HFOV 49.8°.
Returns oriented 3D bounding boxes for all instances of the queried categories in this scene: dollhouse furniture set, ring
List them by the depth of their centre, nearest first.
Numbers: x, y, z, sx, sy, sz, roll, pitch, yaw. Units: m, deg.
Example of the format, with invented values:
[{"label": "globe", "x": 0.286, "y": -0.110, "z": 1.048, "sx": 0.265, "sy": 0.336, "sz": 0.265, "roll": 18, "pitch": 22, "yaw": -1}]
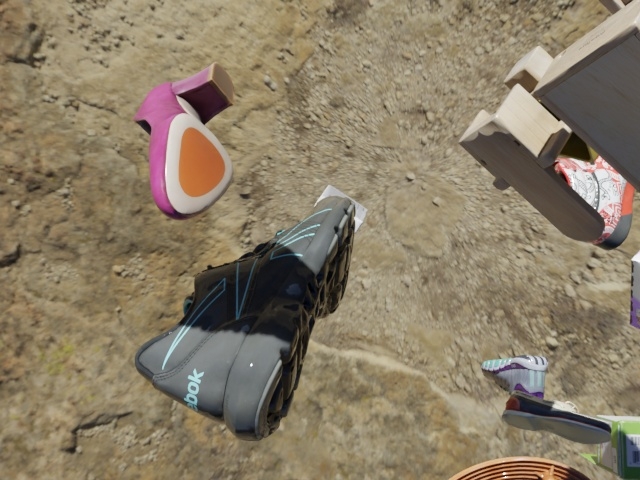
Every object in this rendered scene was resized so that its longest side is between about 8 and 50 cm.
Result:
[{"label": "dollhouse furniture set", "x": 0.333, "y": -0.193, "z": 0.581, "sx": 0.174, "sy": 0.303, "sz": 0.355, "roll": 41, "pitch": 64, "yaw": -8}, {"label": "ring", "x": 0.337, "y": 0.513, "z": 1.195, "sx": 0.336, "sy": 0.032, "sz": 0.336, "roll": 0, "pitch": 115, "yaw": 0}]

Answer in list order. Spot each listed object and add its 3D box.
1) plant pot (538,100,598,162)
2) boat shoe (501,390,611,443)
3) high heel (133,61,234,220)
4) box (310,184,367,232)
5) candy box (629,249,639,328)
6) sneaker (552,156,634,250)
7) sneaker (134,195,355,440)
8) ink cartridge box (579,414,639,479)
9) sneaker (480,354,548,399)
[{"label": "plant pot", "x": 0.294, "y": -0.152, "z": 0.785, "sx": 0.083, "sy": 0.081, "sz": 0.081, "roll": -44, "pitch": 126, "yaw": -13}, {"label": "boat shoe", "x": 0.294, "y": 0.217, "z": 0.857, "sx": 0.137, "sy": 0.043, "sz": 0.049, "roll": 1, "pitch": 134, "yaw": 42}, {"label": "high heel", "x": -0.224, "y": -0.122, "z": 1.000, "sx": 0.181, "sy": 0.377, "sz": 0.127, "roll": -26, "pitch": 119, "yaw": 19}, {"label": "box", "x": 0.000, "y": 0.000, "z": 1.475, "sx": 0.103, "sy": 0.114, "sz": 0.203, "roll": 33, "pitch": 109, "yaw": -1}, {"label": "candy box", "x": 0.718, "y": 0.115, "z": 1.386, "sx": 0.070, "sy": 0.165, "sz": 0.196, "roll": -40, "pitch": 133, "yaw": -25}, {"label": "sneaker", "x": 0.456, "y": -0.126, "z": 1.171, "sx": 0.145, "sy": 0.090, "sz": 0.270, "roll": 24, "pitch": 63, "yaw": -14}, {"label": "sneaker", "x": -0.042, "y": 0.033, "z": 0.544, "sx": 0.106, "sy": 0.267, "sz": 0.101, "roll": 12, "pitch": 123, "yaw": 14}, {"label": "ink cartridge box", "x": 0.591, "y": 0.365, "z": 1.243, "sx": 0.189, "sy": 0.255, "sz": 0.097, "roll": 1, "pitch": 81, "yaw": 5}, {"label": "sneaker", "x": 0.388, "y": 0.293, "z": 1.408, "sx": 0.083, "sy": 0.223, "sz": 0.098, "roll": 5, "pitch": 74, "yaw": -8}]
